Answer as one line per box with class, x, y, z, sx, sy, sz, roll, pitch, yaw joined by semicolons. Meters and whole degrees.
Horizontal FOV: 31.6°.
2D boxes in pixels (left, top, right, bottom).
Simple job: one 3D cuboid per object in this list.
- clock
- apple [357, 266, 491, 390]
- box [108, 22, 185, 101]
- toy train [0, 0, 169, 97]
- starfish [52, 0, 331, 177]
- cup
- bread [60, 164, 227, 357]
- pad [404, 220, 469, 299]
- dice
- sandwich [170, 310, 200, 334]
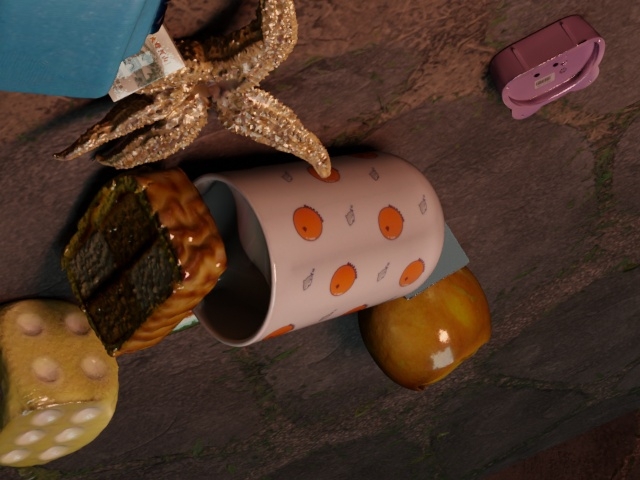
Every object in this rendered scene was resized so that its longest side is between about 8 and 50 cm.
clock;0.303;-0.232;1.519;0.152;0.050;0.110;-27;151;1
apple;0.170;0.139;1.847;0.236;0.208;0.237;-20;153;-11
box;-0.185;-0.183;1.142;0.083;0.024;0.054;-26;115;5
toy train;-0.221;-0.269;0.789;0.264;0.300;0.188;2;156;-21
starfish;-0.153;-0.148;1.247;0.293;0.084;0.302;-16;141;-1
cup;0.000;0.000;1.458;0.317;0.212;0.212;-12;148;-38
bread;-0.218;0.025;1.380;0.096;0.181;0.222;-14;156;-48
pad;0.134;-0.004;1.694;0.116;0.004;0.193;-32;119;6
dice;-0.383;0.191;1.516;0.166;0.169;0.169;3;139;-42
sandwich;-0.192;0.048;1.551;0.235;0.079;0.159;-39;139;14
